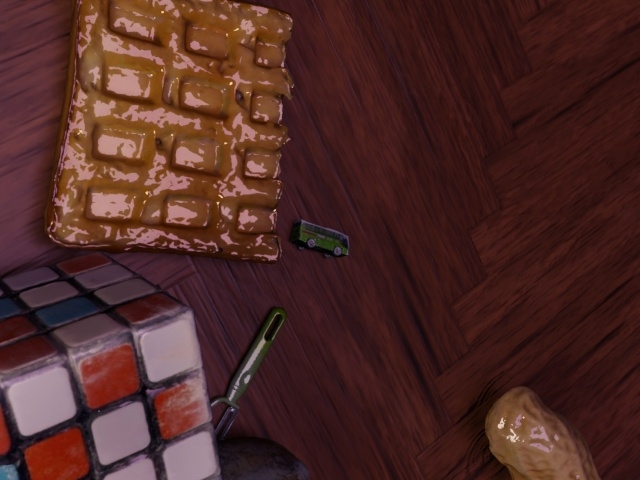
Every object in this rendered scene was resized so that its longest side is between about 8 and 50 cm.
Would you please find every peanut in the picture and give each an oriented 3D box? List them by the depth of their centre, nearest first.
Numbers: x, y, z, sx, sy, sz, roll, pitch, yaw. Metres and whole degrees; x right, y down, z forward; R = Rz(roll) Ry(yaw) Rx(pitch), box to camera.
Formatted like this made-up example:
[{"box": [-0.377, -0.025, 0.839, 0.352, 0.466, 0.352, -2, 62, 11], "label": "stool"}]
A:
[{"box": [0.351, 0.364, 1.308, 0.153, 0.140, 0.325, -34, 104, -8], "label": "peanut"}]

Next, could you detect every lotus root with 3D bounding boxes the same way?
[{"box": [-0.159, 0.332, 1.003, 0.322, 0.140, 0.158, -13, 66, -28], "label": "lotus root"}]

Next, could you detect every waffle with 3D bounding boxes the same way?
[{"box": [-0.179, -0.149, 1.047, 0.304, 0.077, 0.348, 7, 86, -28], "label": "waffle"}]

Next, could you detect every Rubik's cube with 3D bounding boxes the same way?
[{"box": [-0.270, 0.184, 0.859, 0.253, 0.259, 0.256, -18, 113, -29], "label": "Rubik's cube"}]

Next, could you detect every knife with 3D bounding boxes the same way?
[{"box": [-0.108, 0.175, 1.116, 0.054, 0.015, 0.212, 37, 73, -22], "label": "knife"}]

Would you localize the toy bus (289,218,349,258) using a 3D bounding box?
[{"box": [0.000, 0.000, 1.172, 0.083, 0.031, 0.037, 17, 71, -28], "label": "toy bus"}]
